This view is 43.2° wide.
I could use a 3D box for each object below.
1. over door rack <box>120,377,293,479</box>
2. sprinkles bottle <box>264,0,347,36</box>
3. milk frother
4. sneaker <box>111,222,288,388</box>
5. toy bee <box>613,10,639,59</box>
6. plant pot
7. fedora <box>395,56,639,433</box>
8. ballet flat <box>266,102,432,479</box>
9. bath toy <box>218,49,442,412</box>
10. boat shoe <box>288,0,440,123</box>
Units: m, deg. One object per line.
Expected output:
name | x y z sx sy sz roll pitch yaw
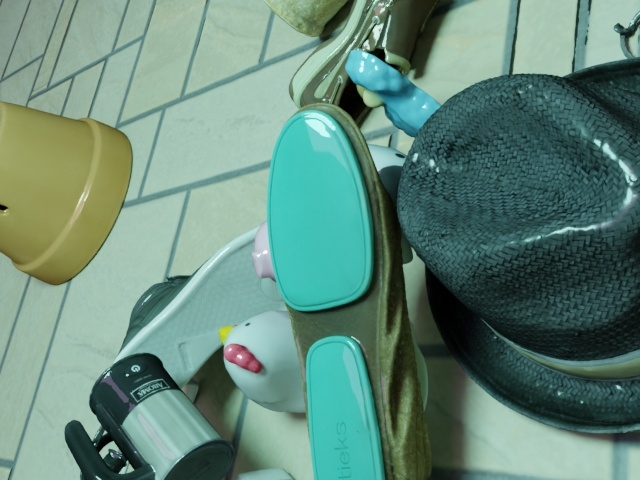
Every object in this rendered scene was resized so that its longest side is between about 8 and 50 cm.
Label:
over door rack | -0.197 0.321 0.854 0.239 0.108 0.324 30 92 51
sprinkles bottle | 0.069 -0.410 0.965 0.355 0.121 0.121 -43 43 23
milk frother | -0.169 0.212 0.793 0.129 0.143 0.135 -33 51 -22
sneaker | -0.115 0.053 0.911 0.296 0.104 0.147 -39 21 2
toy bee | 0.288 -0.320 0.639 0.195 0.162 0.298 -17 57 40
plant pot | -0.478 -0.097 1.332 0.291 0.203 0.290 -26 51 36
fedora | 0.168 -0.023 0.592 0.334 0.152 0.334 -29 51 42
ballet flat | 0.037 0.060 0.673 0.116 0.124 0.342 -14 83 35
bath toy | 0.000 0.000 0.782 0.151 0.129 0.348 28 92 35
boat shoe | 0.076 -0.219 0.886 0.257 0.095 0.095 -50 53 25
